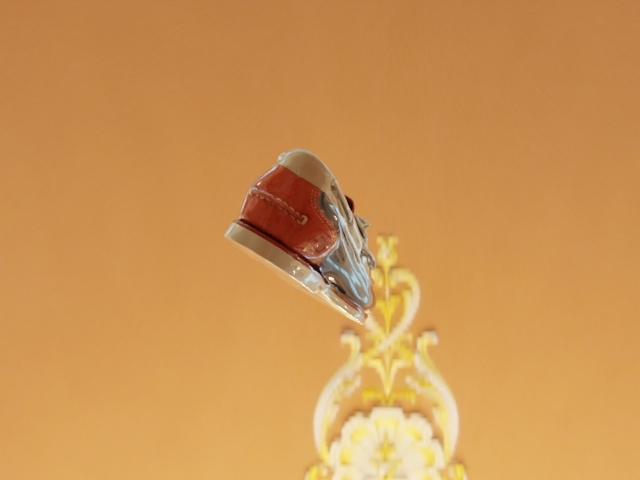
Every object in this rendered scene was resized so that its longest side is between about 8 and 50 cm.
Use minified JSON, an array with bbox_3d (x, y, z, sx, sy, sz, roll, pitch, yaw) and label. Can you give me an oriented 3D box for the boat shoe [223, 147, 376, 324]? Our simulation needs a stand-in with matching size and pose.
[{"bbox_3d":[0.000,0.000,0.688,0.049,0.137,0.043,27,-95,19],"label":"boat shoe"}]
